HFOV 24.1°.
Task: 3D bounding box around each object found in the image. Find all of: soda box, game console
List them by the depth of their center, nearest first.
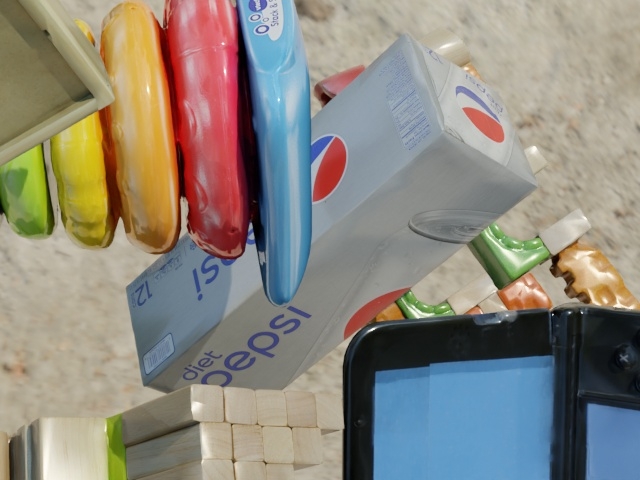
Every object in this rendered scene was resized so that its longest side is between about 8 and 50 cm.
[{"bbox_3d":[0.162,0.197,0.947,0.250,0.173,0.293,6,100,33],"label":"game console"},{"bbox_3d":[0.000,0.000,0.990,0.286,0.098,0.091,-40,45,26],"label":"soda box"}]

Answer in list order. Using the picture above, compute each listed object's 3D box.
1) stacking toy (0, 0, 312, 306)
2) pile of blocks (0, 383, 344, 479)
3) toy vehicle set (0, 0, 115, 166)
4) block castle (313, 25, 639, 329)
[{"bbox_3d":[-0.158,-0.057,0.830,0.302,0.166,0.175,-6,43,-5],"label":"stacking toy"},{"bbox_3d":[-0.152,0.174,0.916,0.362,0.149,0.112,-13,72,27],"label":"pile of blocks"},{"bbox_3d":[-0.244,-0.056,0.643,0.267,0.166,0.035,-29,49,4],"label":"toy vehicle set"},{"bbox_3d":[0.143,0.025,1.630,0.213,0.303,0.453,-33,85,-13],"label":"block castle"}]
